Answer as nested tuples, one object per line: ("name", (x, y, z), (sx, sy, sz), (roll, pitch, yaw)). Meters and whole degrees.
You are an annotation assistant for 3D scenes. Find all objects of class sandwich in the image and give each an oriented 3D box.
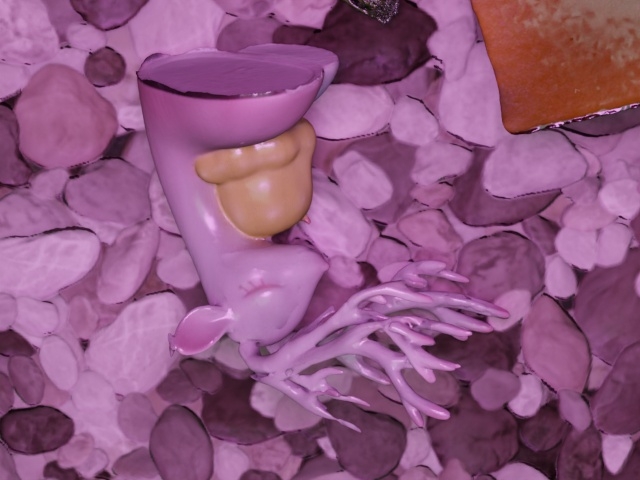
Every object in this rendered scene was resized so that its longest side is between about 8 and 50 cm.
("sandwich", (0.229, -0.201, 1.366), (0.220, 0.108, 0.186), (-13, 109, 12))

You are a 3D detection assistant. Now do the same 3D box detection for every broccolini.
("broccolini", (-0.001, -0.215, 1.422), (0.140, 0.035, 0.030), (22, 106, -2))

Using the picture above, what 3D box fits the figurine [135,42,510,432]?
("figurine", (-0.008, 0.006, 1.421), (0.284, 0.206, 0.316), (-1, 115, 17))
